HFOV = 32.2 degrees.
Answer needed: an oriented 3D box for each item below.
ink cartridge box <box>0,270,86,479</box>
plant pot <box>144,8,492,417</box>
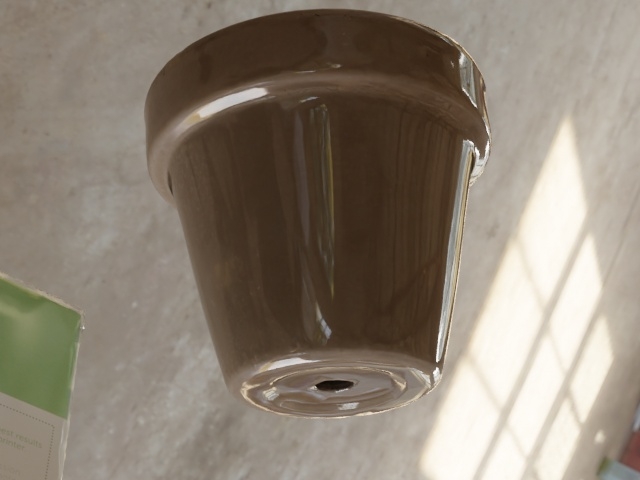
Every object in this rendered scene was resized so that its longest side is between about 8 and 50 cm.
[{"bbox_3d":[-0.166,0.086,0.339,0.171,0.235,0.056,30,121,-28],"label":"ink cartridge box"},{"bbox_3d":[0.000,0.000,0.803,0.263,0.263,0.229,51,32,-60],"label":"plant pot"}]
